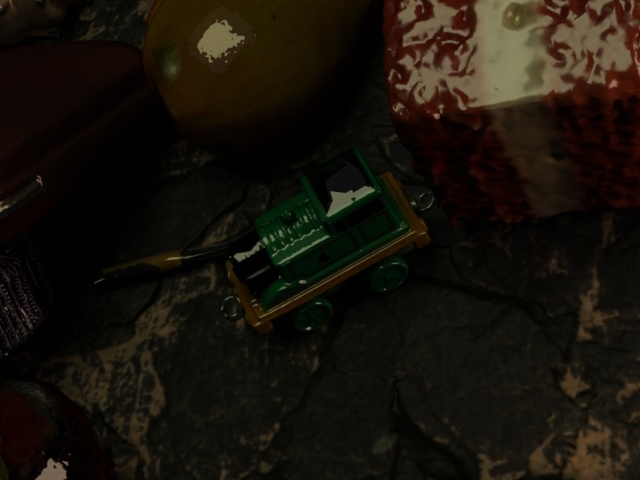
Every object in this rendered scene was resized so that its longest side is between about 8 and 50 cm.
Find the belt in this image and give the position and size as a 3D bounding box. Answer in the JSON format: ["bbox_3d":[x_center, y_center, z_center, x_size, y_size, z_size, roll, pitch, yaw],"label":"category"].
[{"bbox_3d":[-0.426,0.073,1.301,0.325,0.122,0.260,-8,27,30],"label":"belt"}]

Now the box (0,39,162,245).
[{"bbox_3d":[-0.338,-0.099,1.334,0.263,0.108,0.404,4,29,27],"label":"box"}]

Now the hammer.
[{"bbox_3d":[-0.144,0.016,1.313,0.201,0.021,0.078,-14,39,18],"label":"hammer"}]

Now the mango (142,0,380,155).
[{"bbox_3d":[-0.055,-0.228,1.358,0.211,0.173,0.317,23,60,31],"label":"mango"}]

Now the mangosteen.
[{"bbox_3d":[-0.285,0.217,1.111,0.216,0.216,0.216,-12,53,16],"label":"mangosteen"}]

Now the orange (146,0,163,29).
[{"bbox_3d":[-0.157,-0.251,1.488,0.086,0.062,0.086,-4,70,12],"label":"orange"}]

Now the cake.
[{"bbox_3d":[0.231,-0.184,1.103,0.320,0.269,0.270,-7,70,16],"label":"cake"}]

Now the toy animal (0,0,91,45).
[{"bbox_3d":[-0.368,-0.294,1.599,0.150,0.083,0.089,-25,48,7],"label":"toy animal"}]

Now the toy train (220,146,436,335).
[{"bbox_3d":[0.000,0.000,1.191,0.228,0.136,0.091,-27,50,2],"label":"toy train"}]
